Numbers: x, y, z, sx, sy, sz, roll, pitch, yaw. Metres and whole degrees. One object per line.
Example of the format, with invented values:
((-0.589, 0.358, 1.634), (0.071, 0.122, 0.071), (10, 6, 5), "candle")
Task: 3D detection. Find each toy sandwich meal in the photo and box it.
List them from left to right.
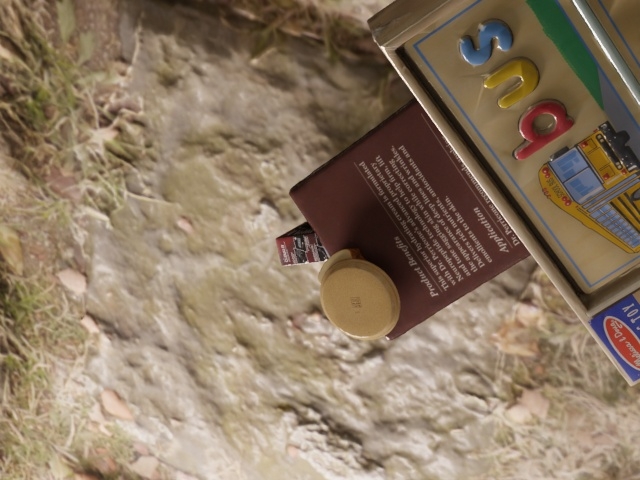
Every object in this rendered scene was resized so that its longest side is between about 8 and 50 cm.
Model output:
((0.035, 0.048, 1.327), (0.085, 0.029, 0.086), (10, 115, 23), "toy sandwich meal")

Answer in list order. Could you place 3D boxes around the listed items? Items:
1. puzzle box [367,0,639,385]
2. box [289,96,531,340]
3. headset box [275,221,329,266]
((0.255, -0.090, 1.161), (0.272, 0.052, 0.409), (-33, 122, 13), "puzzle box")
((0.120, -0.047, 1.361), (0.203, 0.167, 0.168), (-34, 89, 35), "box")
((0.000, 0.000, 1.511), (0.083, 0.062, 0.032), (-6, 103, 32), "headset box")
